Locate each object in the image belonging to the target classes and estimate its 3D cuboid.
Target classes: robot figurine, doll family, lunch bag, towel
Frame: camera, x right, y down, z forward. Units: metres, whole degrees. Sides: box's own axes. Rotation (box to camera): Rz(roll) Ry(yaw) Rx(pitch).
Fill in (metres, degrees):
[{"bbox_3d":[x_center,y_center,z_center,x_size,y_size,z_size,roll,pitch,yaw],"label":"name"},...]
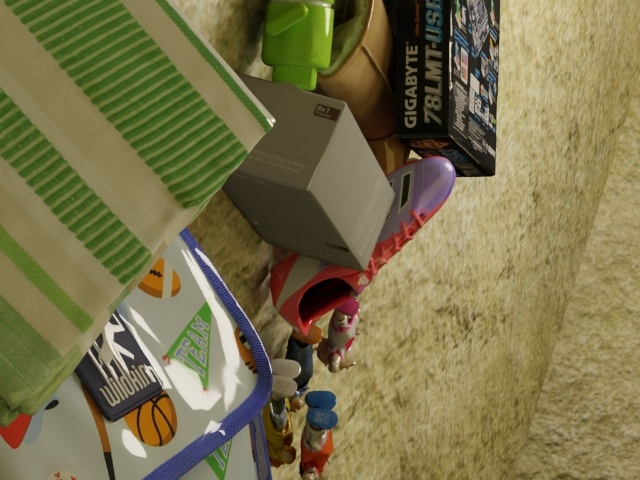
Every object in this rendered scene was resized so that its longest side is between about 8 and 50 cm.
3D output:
[{"bbox_3d":[-0.021,-0.203,1.388,0.101,0.067,0.115,-21,116,-83],"label":"robot figurine"},{"bbox_3d":[-0.027,0.163,1.644,0.163,0.118,0.263,97,7,-48],"label":"doll family"},{"bbox_3d":[-0.194,0.182,1.054,0.328,0.239,0.385,-31,119,-55],"label":"lunch bag"},{"bbox_3d":[-0.187,-0.071,0.953,0.248,0.038,0.325,50,49,-15],"label":"towel"}]

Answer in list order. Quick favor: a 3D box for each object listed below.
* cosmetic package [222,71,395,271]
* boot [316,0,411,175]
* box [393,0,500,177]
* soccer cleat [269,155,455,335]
[{"bbox_3d":[-0.018,-0.064,1.442,0.107,0.127,0.238,-68,157,-11],"label":"cosmetic package"},{"bbox_3d":[0.037,-0.134,1.587,0.269,0.089,0.236,53,44,-66],"label":"boot"},{"bbox_3d":[0.153,-0.238,1.690,0.295,0.073,0.293,19,71,-72],"label":"box"},{"bbox_3d":[0.053,0.006,1.567,0.248,0.095,0.083,-36,133,7],"label":"soccer cleat"}]
